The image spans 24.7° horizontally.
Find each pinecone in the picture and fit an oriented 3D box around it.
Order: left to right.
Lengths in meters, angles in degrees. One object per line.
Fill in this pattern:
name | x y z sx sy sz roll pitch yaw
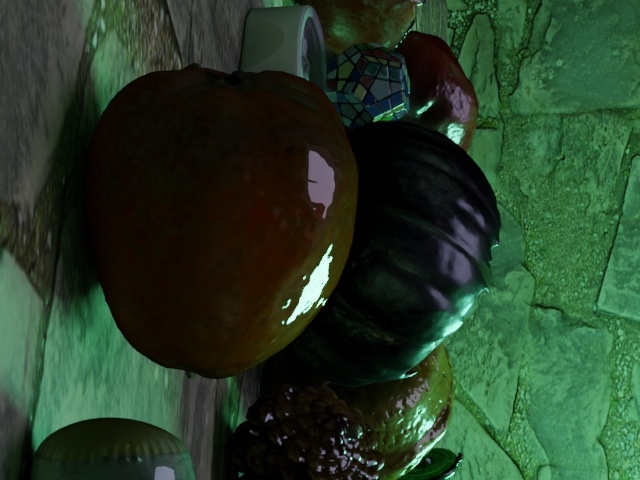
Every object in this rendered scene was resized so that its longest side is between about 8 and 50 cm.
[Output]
pinecone | -0.019 0.228 1.469 0.173 0.174 0.173 -2 90 -80

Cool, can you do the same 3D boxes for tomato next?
tomato | 0.047 -0.345 1.906 0.180 0.155 0.214 -55 -160 36

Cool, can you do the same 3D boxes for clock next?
clock | -0.037 -0.168 1.667 0.197 0.068 0.196 -2 90 -80

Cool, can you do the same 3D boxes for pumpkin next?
pumpkin | 0.031 -0.003 1.542 0.296 0.296 0.295 -2 90 -80

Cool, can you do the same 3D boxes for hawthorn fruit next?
hawthorn fruit | -0.076 0.002 1.095 0.210 0.211 0.262 -65 163 -68
hawthorn fruit | 0.122 -0.224 2.224 0.266 0.210 0.230 -101 168 -56

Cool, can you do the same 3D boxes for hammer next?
hammer | -0.130 0.223 1.040 0.305 0.113 0.201 63 28 -85

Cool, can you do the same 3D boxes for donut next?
donut | 0.048 0.159 1.689 0.261 0.209 0.128 -86 168 -51

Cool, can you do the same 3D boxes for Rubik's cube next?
Rubik's cube | 0.056 -0.181 1.733 0.093 0.111 0.111 -54 149 -31

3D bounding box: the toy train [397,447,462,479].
toy train | 0.081 0.356 1.787 0.266 0.202 0.145 -55 133 -66
